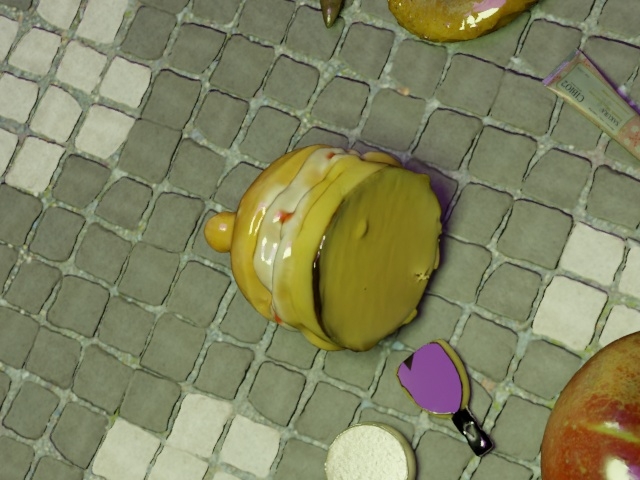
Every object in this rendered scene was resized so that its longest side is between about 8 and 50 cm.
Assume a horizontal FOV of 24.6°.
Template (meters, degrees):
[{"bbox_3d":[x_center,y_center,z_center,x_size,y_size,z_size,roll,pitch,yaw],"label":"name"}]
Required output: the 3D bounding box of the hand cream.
[{"bbox_3d":[0.389,-0.172,1.961,0.067,0.043,0.209,-46,63,7],"label":"hand cream"}]

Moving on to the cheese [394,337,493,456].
[{"bbox_3d":[0.172,0.212,1.933,0.086,0.036,0.162,-37,69,3],"label":"cheese"}]

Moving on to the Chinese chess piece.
[{"bbox_3d":[0.066,0.300,1.937,0.122,0.051,0.122,-3,78,15],"label":"Chinese chess piece"}]

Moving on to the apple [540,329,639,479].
[{"bbox_3d":[0.425,0.278,1.705,0.349,0.277,0.348,-5,62,9],"label":"apple"}]

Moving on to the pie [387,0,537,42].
[{"bbox_3d":[0.208,-0.397,2.057,0.273,0.069,0.273,-6,71,17],"label":"pie"}]

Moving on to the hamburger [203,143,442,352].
[{"bbox_3d":[0.000,0.000,1.929,0.237,0.276,0.276,16,81,39],"label":"hamburger"}]

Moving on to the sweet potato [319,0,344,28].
[{"bbox_3d":[0.021,-0.375,2.125,0.041,0.038,0.153,15,72,-4],"label":"sweet potato"}]
